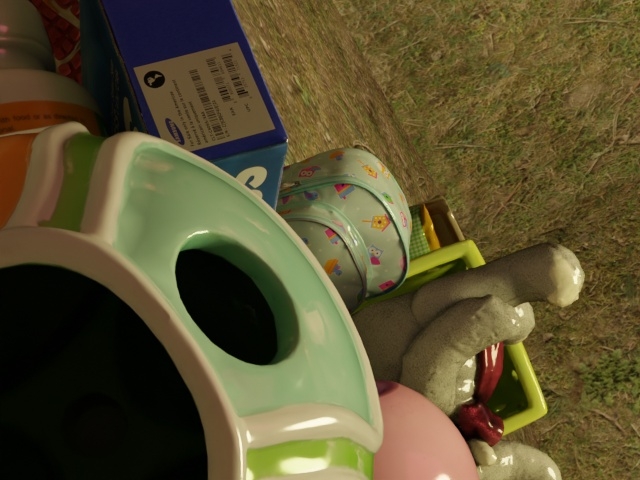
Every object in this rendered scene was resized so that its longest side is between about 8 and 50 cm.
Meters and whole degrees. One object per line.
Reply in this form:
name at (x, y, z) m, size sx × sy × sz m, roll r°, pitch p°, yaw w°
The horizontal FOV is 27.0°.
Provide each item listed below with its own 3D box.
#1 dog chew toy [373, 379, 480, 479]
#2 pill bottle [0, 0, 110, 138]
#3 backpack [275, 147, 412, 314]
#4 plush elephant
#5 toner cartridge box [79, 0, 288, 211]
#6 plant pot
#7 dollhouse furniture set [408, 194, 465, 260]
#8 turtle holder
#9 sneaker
dog chew toy at (0.029, 0.276, 0.989) m, size 0.206 × 0.207 × 0.332 m, roll -27°, pitch 109°, yaw -78°
pill bottle at (-0.174, -0.011, 0.748) m, size 0.136 × 0.136 × 0.245 m, roll 33°, pitch 35°, yaw -70°
backpack at (0.000, 0.000, 1.381) m, size 0.144 × 0.188 × 0.166 m, roll -88°, pitch 153°, yaw -65°
plush elephant at (0.124, 0.178, 1.315) m, size 0.272 × 0.330 × 0.255 m, roll 124°, pitch -50°, yaw -70°
toner cartridge box at (-0.099, -0.026, 0.864) m, size 0.348 × 0.075 × 0.165 m, roll 105°, pitch -32°, yaw -59°
plant pot at (0.126, 0.141, 1.614) m, size 0.207 × 0.228 × 0.227 m, roll 9°, pitch 58°, yaw -83°
dollhouse furniture set at (0.133, 0.114, 1.775) m, size 0.301 × 0.197 × 0.151 m, roll 61°, pitch 22°, yaw -25°
turtle holder at (-0.088, 0.107, 0.535) m, size 0.227 × 0.243 × 0.320 m, roll 121°, pitch -42°, yaw -82°
sneaker at (-0.198, -0.180, 1.089) m, size 0.093 × 0.088 × 0.225 m, roll 3°, pitch 65°, yaw -79°
